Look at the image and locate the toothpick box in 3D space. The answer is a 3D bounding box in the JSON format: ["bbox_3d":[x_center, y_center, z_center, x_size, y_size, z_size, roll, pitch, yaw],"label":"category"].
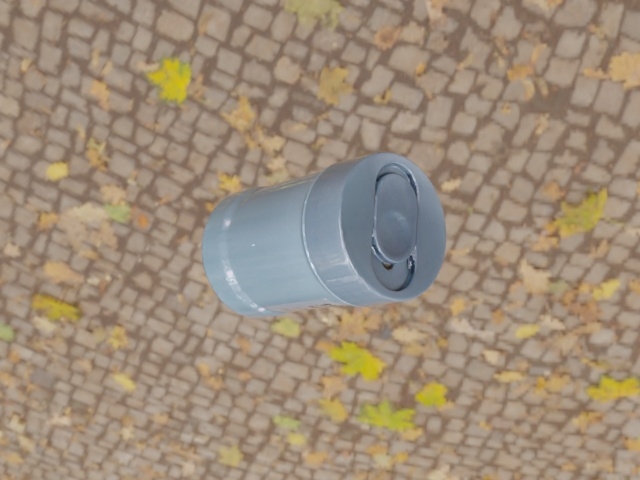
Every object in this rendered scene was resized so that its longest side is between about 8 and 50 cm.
[{"bbox_3d":[0.000,0.000,0.728,0.153,0.101,0.101,-10,132,49],"label":"toothpick box"}]
